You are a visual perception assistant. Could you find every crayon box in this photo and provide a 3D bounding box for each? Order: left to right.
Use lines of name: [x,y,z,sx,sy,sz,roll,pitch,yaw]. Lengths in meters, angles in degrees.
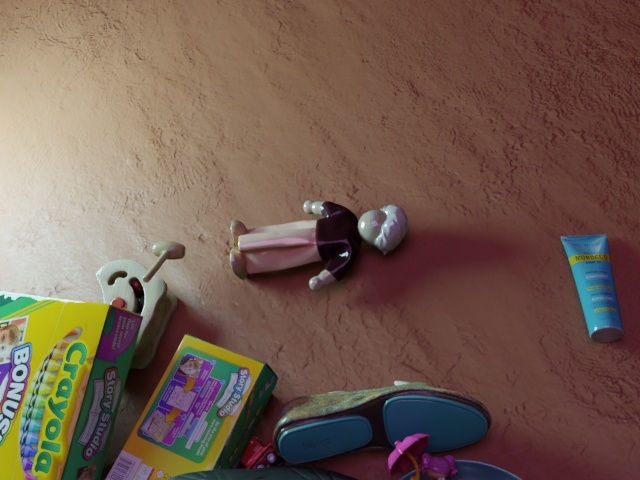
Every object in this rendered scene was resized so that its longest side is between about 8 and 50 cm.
crayon box: [-0.503,0.280,1.232,0.313,0.106,0.362,3,73,28]
crayon box: [-0.207,0.311,1.164,0.165,0.081,0.278,16,65,23]

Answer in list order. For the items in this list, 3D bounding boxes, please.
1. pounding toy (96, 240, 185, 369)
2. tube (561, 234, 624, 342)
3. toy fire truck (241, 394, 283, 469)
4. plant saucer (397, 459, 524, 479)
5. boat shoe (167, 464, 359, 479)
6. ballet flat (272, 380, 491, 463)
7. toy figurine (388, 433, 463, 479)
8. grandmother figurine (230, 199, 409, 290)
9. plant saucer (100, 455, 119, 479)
pounding toy: [-0.375,0.106,1.350,0.154,0.155,0.269,10,62,15]
tube: [0.473,0.074,1.217,0.080,0.052,0.207,1,52,2]
toy fire truck: [-0.128,0.349,1.197,0.135,0.047,0.192,35,74,31]
plant saucer: [0.210,0.483,1.027,0.318,0.043,0.317,-7,58,11]
boat shoe: [-0.071,0.400,1.049,0.321,0.118,0.103,3,88,-17]
ballet flat: [0.094,0.282,1.149,0.349,0.123,0.123,-9,57,3]
toy figurine: [0.162,0.363,1.036,0.173,0.130,0.159,6,48,-7]
grandmother figurine: [0.000,0.000,1.356,0.343,0.104,0.207,-11,65,11]
plant saucer: [-0.301,0.448,1.182,0.188,0.045,0.188,-31,56,-5]
